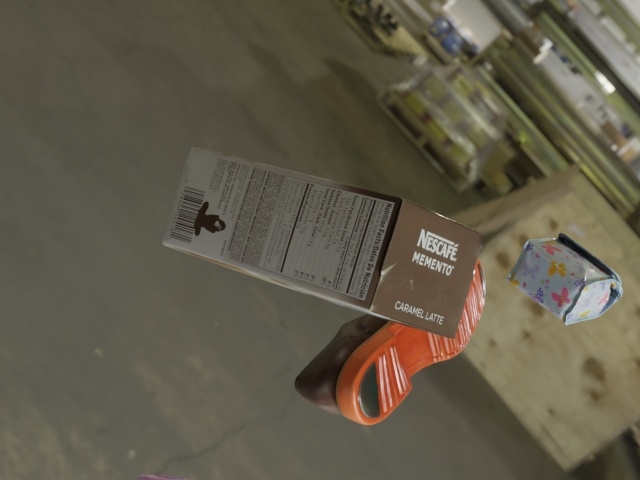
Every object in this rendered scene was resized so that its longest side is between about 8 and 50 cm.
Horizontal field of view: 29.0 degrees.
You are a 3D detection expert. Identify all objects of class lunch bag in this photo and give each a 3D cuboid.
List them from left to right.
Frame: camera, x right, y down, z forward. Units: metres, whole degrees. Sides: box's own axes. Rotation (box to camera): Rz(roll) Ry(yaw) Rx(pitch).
[{"bbox_3d":[0.212,0.030,1.053,0.083,0.053,0.071,-3,35,-49],"label":"lunch bag"}]

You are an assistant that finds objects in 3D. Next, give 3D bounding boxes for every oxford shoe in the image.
[{"bbox_3d":[0.079,0.089,1.291,0.271,0.098,0.097,-33,120,-42],"label":"oxford shoe"}]

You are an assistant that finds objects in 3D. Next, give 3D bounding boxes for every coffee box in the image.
[{"bbox_3d":[0.000,0.000,1.096,0.246,0.098,0.141,16,-2,38],"label":"coffee box"}]

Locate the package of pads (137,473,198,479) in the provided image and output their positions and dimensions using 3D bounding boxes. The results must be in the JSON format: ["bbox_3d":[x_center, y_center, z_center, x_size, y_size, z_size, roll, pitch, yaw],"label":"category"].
[{"bbox_3d":[-0.171,0.288,1.421,0.050,0.083,0.032,13,78,-36],"label":"package of pads"}]
